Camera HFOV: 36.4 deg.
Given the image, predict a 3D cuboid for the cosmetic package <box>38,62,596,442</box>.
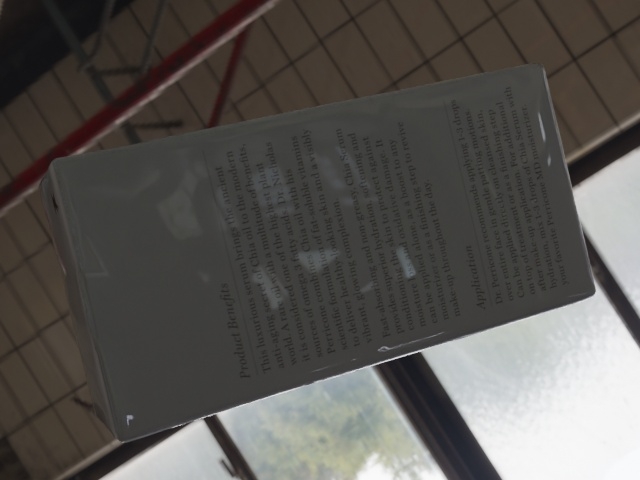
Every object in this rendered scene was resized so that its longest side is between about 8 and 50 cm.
[{"bbox_3d":[0.000,0.000,0.888,0.453,0.230,0.161,-14,-178,-20],"label":"cosmetic package"}]
